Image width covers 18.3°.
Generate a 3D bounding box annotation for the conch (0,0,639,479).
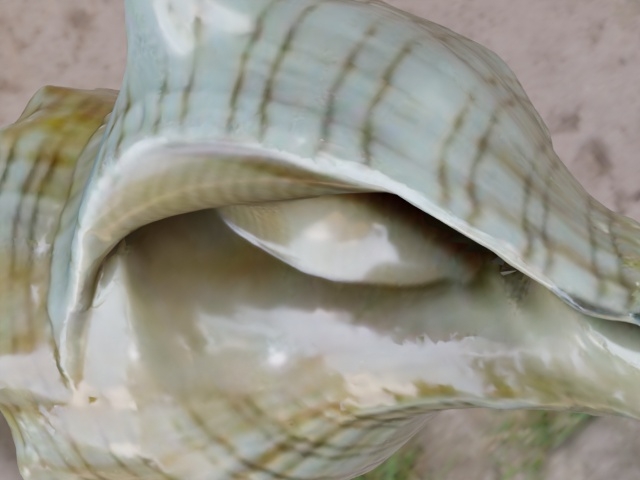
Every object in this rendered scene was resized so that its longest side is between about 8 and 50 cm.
[{"bbox_3d":[0.001,-0.012,0.617,0.386,0.169,0.203,-11,145,29],"label":"conch"}]
